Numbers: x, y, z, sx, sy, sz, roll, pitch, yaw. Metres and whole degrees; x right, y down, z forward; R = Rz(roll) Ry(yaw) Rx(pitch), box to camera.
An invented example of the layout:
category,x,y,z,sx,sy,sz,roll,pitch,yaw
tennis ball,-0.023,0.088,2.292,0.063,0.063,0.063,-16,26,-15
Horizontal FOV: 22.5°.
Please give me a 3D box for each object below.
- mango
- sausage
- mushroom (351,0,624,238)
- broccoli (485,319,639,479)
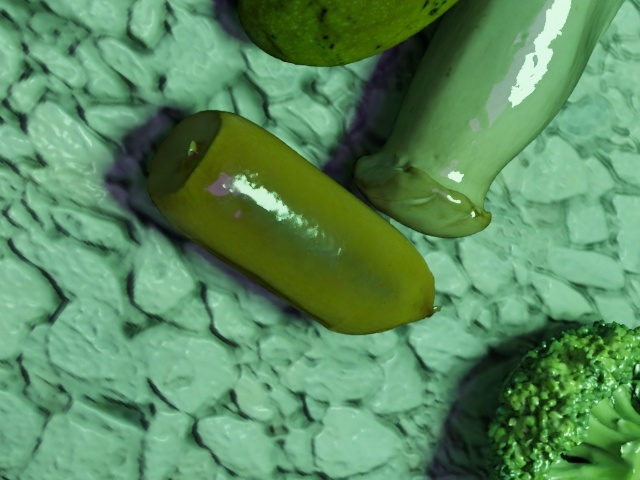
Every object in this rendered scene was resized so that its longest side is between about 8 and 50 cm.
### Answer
category,x,y,z,sx,sy,sz,roll,pitch,yaw
mango,0.070,-0.279,1.295,0.329,0.176,0.175,-62,156,0
sausage,-0.003,0.005,1.371,0.328,0.112,0.112,35,86,-33
mushroom,0.177,-0.189,1.395,0.137,0.154,0.407,32,95,9
broccoli,0.262,0.176,1.520,0.226,0.176,0.198,-2,118,-6
